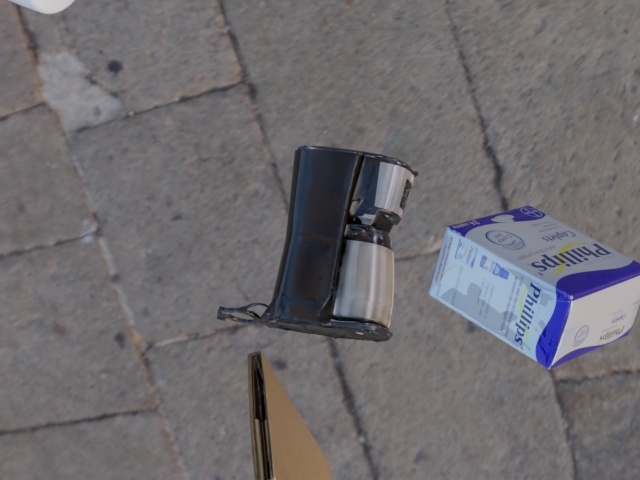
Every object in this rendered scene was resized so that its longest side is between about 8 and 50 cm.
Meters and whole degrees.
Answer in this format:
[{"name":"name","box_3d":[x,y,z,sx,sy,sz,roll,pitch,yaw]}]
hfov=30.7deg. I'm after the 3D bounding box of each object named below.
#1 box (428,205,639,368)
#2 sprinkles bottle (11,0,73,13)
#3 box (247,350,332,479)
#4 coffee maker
[{"name":"box","box_3d":[0.188,0.035,1.004,0.137,0.126,0.072,32,122,36]},{"name":"sprinkles bottle","box_3d":[-0.407,-0.346,1.198,0.355,0.121,0.121,23,114,14]},{"name":"box","box_3d":[-0.023,0.231,1.152,0.021,0.164,0.201,-20,129,9]},{"name":"coffee maker","box_3d":[0.000,0.000,1.147,0.171,0.120,0.178,11,78,-13]}]
